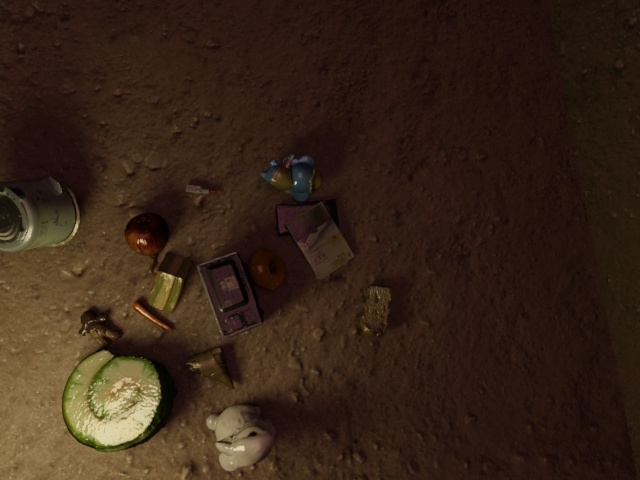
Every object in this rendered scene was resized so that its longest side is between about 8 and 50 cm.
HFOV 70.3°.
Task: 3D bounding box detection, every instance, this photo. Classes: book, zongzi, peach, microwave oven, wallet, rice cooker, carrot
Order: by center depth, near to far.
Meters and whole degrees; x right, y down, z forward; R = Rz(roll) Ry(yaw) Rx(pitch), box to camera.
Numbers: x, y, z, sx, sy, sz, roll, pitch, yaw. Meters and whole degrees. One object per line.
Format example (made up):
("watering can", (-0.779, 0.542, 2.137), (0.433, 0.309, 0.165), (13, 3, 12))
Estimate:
("rice cooker", (-1.038, -0.097, 1.640), (0.264, 0.316, 0.316), (33, 75, 5))
("microwave oven", (-0.346, 0.218, 1.779), (0.181, 0.237, 0.294), (-19, 82, -17))
("zongzi", (-0.441, 0.525, 1.790), (0.160, 0.078, 0.176), (-16, 89, -10))
("carrot", (-0.661, 0.305, 1.794), (0.190, 0.037, 0.037), (40, 75, -8))
("peach", (-0.220, 0.117, 1.870), (0.179, 0.103, 0.179), (36, 40, -37))
("book", (0.000, 0.000, 1.984), (0.201, 0.026, 0.289), (-34, 98, -16))
("wallet", (-0.056, -0.101, 2.003), (0.286, 0.030, 0.145), (-6, 88, -16))

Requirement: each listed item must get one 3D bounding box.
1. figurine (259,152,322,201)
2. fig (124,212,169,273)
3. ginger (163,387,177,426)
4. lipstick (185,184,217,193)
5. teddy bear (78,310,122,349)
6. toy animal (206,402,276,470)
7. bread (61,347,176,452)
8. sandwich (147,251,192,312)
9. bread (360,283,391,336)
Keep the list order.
("figurine", (-0.116, -0.286, 1.953), (0.262, 0.154, 0.179), (22, 72, -20))
("fig", (-0.676, -0.001, 1.793), (0.175, 0.207, 0.175), (0, 47, 1))
("ginger", (-0.614, 0.627, 1.734), (0.103, 0.073, 0.162), (21, 82, -13))
("lipstick", (-0.499, -0.211, 1.914), (0.129, 0.030, 0.030), (6, 80, -13))
("teddy bear", (-0.847, 0.336, 1.720), (0.119, 0.078, 0.160), (-43, 94, -12))
("toy animal", (-0.286, 0.714, 1.651), (0.258, 0.357, 0.193), (-2, 84, -12))
("bread", (-0.730, 0.561, 1.649), (0.366, 0.129, 0.381), (-32, 75, -6))
("sandwich", (-0.607, 0.171, 1.837), (0.117, 0.144, 0.187), (21, 113, -9))
("bread", (0.235, 0.303, 1.983), (0.128, 0.088, 0.231), (15, 71, -20))
